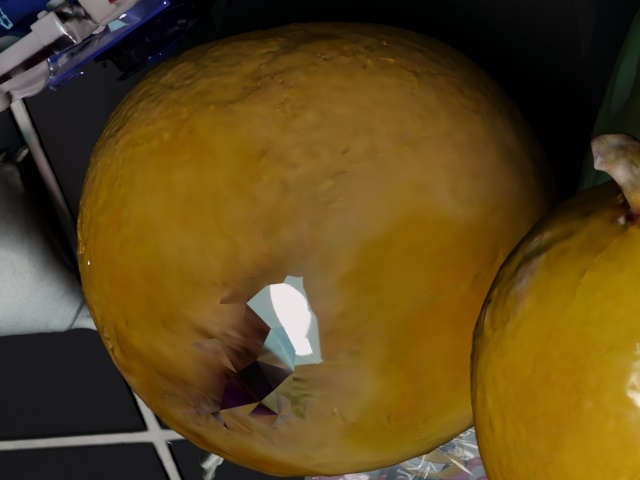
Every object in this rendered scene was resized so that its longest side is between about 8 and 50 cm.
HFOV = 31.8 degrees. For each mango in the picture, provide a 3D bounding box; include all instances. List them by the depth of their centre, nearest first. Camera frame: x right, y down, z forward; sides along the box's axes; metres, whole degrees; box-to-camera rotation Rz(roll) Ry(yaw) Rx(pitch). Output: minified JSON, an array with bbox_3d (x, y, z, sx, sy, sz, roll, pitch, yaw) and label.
[{"bbox_3d":[0.158,0.088,0.406,0.176,0.119,0.317,-23,119,28],"label":"mango"}]

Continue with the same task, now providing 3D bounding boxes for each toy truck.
[{"bbox_3d":[-0.115,-0.163,0.590,0.213,0.177,0.161,-28,110,29],"label":"toy truck"}]

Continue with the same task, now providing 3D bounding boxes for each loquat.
[{"bbox_3d":[0.000,0.000,0.619,0.263,0.263,0.263,7,123,11],"label":"loquat"}]

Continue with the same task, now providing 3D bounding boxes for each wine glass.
[{"bbox_3d":[-0.147,0.057,0.761,0.232,0.156,0.156,29,124,-8],"label":"wine glass"}]

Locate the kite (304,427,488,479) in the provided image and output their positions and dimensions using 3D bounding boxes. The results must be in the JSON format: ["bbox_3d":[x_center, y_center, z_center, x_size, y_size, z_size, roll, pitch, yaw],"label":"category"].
[{"bbox_3d":[0.047,0.252,0.901,0.204,0.022,0.360,20,120,2],"label":"kite"}]

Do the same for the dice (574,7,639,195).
[{"bbox_3d":[0.257,0.010,0.553,0.252,0.254,0.250,14,127,6],"label":"dice"}]
